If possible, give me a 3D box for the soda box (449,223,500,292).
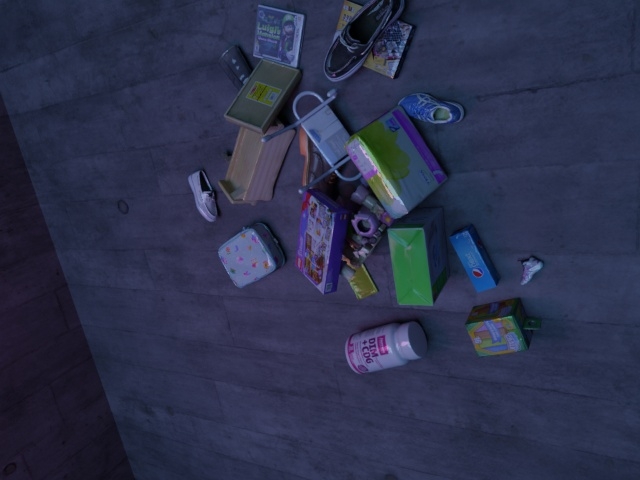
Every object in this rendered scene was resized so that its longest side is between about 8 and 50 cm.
[{"bbox_3d":[0.508,0.059,1.605,0.071,0.067,0.210,-25,95,36],"label":"soda box"}]

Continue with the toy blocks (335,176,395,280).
[{"bbox_3d":[0.089,-0.066,1.656,0.260,0.309,0.289,38,124,7],"label":"toy blocks"}]

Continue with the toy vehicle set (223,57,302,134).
[{"bbox_3d":[-0.201,-0.508,1.711,0.165,0.035,0.267,25,76,21],"label":"toy vehicle set"}]

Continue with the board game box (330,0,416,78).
[{"bbox_3d":[0.162,-0.637,1.544,0.243,0.042,0.165,31,122,17],"label":"board game box"}]

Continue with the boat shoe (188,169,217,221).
[{"bbox_3d":[-0.495,-0.192,2.094,0.075,0.083,0.226,-24,96,37],"label":"boat shoe"}]

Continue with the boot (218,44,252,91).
[{"bbox_3d":[-0.317,-0.589,1.831,0.189,0.076,0.208,-40,94,22],"label":"boot"}]

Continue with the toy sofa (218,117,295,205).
[{"bbox_3d":[-0.250,-0.322,1.875,0.150,0.177,0.363,50,130,35],"label":"toy sofa"}]

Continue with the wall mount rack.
[{"bbox_3d":[-0.008,-0.325,1.611,0.304,0.130,0.350,-36,92,-1],"label":"wall mount rack"}]

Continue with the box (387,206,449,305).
[{"bbox_3d":[0.327,0.047,1.608,0.126,0.231,0.262,-1,109,30],"label":"box"}]

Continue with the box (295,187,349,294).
[{"bbox_3d":[0.000,0.000,1.604,0.201,0.057,0.294,41,131,47],"label":"box"}]

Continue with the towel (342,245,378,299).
[{"bbox_3d":[0.128,0.112,1.884,0.102,0.021,0.237,-26,95,37],"label":"towel"}]

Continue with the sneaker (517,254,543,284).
[{"bbox_3d":[0.652,0.089,1.553,0.069,0.038,0.098,39,115,14],"label":"sneaker"}]

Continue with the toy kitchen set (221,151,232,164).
[{"bbox_3d":[-0.344,-0.333,1.984,0.083,0.075,0.068,48,176,45],"label":"toy kitchen set"}]

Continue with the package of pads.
[{"bbox_3d":[0.236,-0.244,1.529,0.297,0.229,0.101,55,152,-4],"label":"package of pads"}]

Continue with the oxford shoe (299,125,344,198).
[{"bbox_3d":[0.015,-0.242,1.745,0.132,0.130,0.364,0,109,24],"label":"oxford shoe"}]

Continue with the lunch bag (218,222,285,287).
[{"bbox_3d":[-0.291,0.057,2.060,0.279,0.107,0.224,-29,90,35],"label":"lunch bag"}]

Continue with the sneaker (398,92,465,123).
[{"bbox_3d":[0.335,-0.408,1.510,0.211,0.081,0.080,16,119,28],"label":"sneaker"}]

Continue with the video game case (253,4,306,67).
[{"bbox_3d":[-0.147,-0.715,1.709,0.190,0.022,0.173,23,119,22],"label":"video game case"}]

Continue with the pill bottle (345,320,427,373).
[{"bbox_3d":[0.247,0.403,1.846,0.283,0.160,0.161,-24,96,35],"label":"pill bottle"}]

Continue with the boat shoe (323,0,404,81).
[{"bbox_3d":[0.108,-0.623,1.481,0.121,0.119,0.335,49,125,5],"label":"boat shoe"}]

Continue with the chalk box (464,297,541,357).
[{"bbox_3d":[0.608,0.281,1.598,0.213,0.132,0.132,-21,98,34],"label":"chalk box"}]
